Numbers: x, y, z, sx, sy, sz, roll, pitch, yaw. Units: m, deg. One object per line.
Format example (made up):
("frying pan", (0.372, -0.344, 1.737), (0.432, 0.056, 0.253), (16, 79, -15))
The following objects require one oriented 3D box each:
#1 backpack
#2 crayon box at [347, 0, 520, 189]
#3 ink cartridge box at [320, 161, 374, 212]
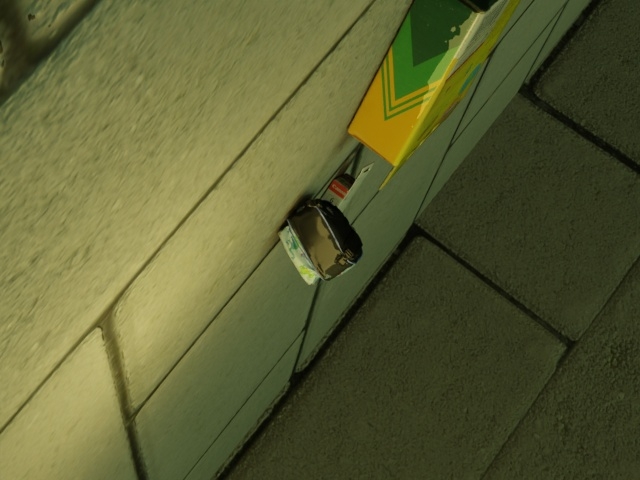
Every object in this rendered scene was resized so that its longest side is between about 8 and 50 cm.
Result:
("backpack", (0.000, 0.000, 1.678), (0.084, 0.105, 0.114), (-32, 179, 15))
("crayon box", (0.147, -0.228, 1.591), (0.202, 0.081, 0.318), (-46, 169, -42))
("ink cartridge box", (0.028, -0.067, 1.806), (0.115, 0.029, 0.063), (-57, 171, 20))
